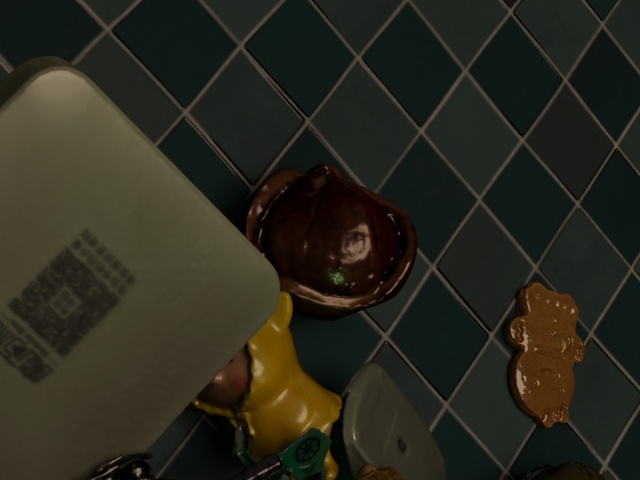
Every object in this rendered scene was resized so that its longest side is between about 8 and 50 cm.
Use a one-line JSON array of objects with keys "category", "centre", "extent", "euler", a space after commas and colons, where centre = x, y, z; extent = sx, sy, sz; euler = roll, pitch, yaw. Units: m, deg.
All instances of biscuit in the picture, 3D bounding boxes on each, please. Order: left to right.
[{"category": "biscuit", "centre": [0.292, 0.147, 2.120], "extent": [0.133, 0.027, 0.184], "euler": [32, 63, -27]}]

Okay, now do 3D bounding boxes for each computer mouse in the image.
[{"category": "computer mouse", "centre": [0.073, 0.249, 1.887], "extent": [0.231, 0.079, 0.128], "euler": [60, 36, -32]}]

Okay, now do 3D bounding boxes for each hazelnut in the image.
[{"category": "hazelnut", "centre": [0.000, 0.008, 1.855], "extent": [0.201, 0.160, 0.170], "euler": [11, 48, -29]}]

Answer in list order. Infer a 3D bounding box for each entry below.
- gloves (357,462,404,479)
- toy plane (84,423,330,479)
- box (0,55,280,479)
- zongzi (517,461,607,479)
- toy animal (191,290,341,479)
[{"category": "gloves", "centre": [0.111, 0.398, 1.713], "extent": [0.155, 0.203, 0.356], "euler": [11, 48, -38]}, {"category": "toy plane", "centre": [-0.150, 0.288, 1.652], "extent": [0.381, 0.106, 0.155], "euler": [-29, 137, -21]}, {"category": "box", "centre": [-0.273, 0.059, 1.608], "extent": [0.373, 0.090, 0.367], "euler": [-46, 116, -5]}, {"category": "zongzi", "centre": [0.300, 0.386, 1.852], "extent": [0.356, 0.393, 0.174], "euler": [-39, 104, -37]}, {"category": "toy animal", "centre": [-0.058, 0.169, 1.791], "extent": [0.156, 0.156, 0.230], "euler": [-32, 103, -35]}]
